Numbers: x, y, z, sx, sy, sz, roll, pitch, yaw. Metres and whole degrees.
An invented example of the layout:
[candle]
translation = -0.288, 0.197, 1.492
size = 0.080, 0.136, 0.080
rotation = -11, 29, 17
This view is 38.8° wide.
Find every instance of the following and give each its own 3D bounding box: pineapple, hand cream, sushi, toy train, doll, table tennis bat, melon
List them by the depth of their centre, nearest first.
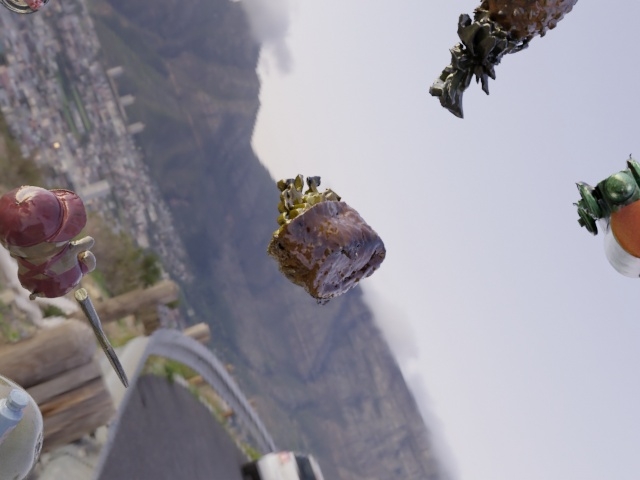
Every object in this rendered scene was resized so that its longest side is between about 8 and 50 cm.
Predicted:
[hand cream]
translation = -0.481, 0.285, 1.321
size = 0.043, 0.170, 0.065
rotation = 32, 18, -21
[toy train]
translation = 0.493, -0.023, 1.465
size = 0.177, 0.116, 0.285
rotation = 65, 8, 15
[pineapple]
translation = 0.289, -0.338, 1.467
size = 0.141, 0.310, 0.170
rotation = 34, 20, -7
[sushi]
translation = -0.001, -0.001, 1.560
size = 0.179, 0.296, 0.166
rotation = 39, -63, 25
[table tennis bat]
translation = -0.386, 0.168, 1.597
size = 0.138, 0.022, 0.246
rotation = 48, -22, 36
[melon]
translation = -0.679, 0.362, 1.656
size = 0.268, 0.330, 0.268
rotation = -172, -90, -85
[doll]
translation = -0.573, -0.006, 1.880
size = 0.152, 0.196, 0.255
rotation = 44, -27, 41

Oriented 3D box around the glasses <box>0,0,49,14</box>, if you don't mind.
[glasses]
translation = -0.535, -0.490, 1.450
size = 0.234, 0.118, 0.268
rotation = 57, -2, -4
